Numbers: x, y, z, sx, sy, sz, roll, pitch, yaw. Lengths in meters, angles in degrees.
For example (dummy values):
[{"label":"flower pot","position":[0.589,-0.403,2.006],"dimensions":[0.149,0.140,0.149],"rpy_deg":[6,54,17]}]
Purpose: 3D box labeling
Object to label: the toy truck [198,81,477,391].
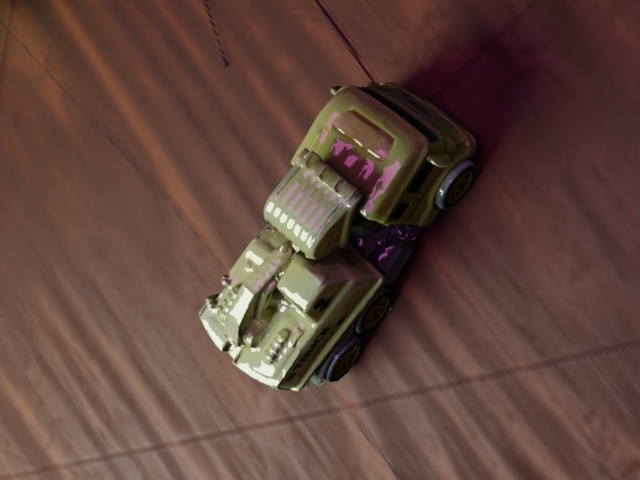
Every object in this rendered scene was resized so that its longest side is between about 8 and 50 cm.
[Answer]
[{"label":"toy truck","position":[0.000,0.000,1.017],"dimensions":[0.085,0.116,0.191],"rpy_deg":[39,107,21]}]
